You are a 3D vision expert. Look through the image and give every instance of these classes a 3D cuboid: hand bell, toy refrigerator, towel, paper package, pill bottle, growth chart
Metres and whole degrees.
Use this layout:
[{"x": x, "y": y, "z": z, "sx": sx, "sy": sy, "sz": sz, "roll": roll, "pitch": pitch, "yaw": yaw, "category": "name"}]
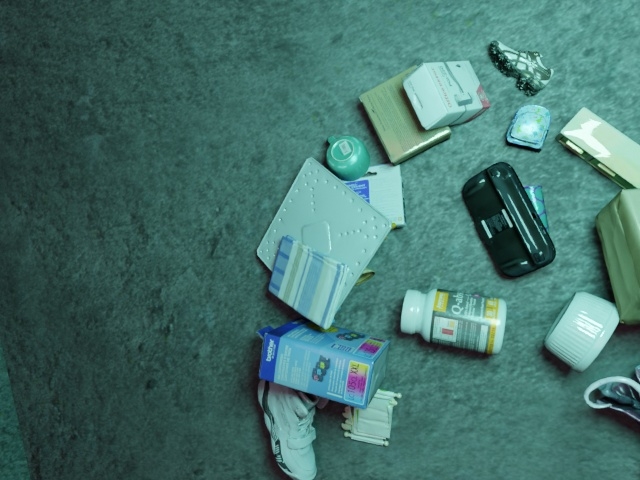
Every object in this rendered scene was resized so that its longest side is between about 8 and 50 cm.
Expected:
[{"x": 0.070, "y": 0.024, "z": 1.472, "sx": 0.126, "sy": 0.126, "sz": 0.242, "roll": -30, "pitch": 69, "yaw": 18, "category": "hand bell"}, {"x": 0.767, "y": -0.227, "z": 1.204, "sx": 0.269, "sy": 0.102, "sz": 0.094, "roll": 43, "pitch": 105, "yaw": 12, "category": "toy refrigerator"}, {"x": -0.044, "y": 0.120, "z": 1.394, "sx": 0.285, "sy": 0.034, "sz": 0.209, "roll": 26, "pitch": 105, "yaw": 40, "category": "towel"}, {"x": 0.867, "y": 0.030, "z": 1.062, "sx": 0.325, "sy": 0.168, "sz": 0.309, "roll": -4, "pitch": 71, "yaw": 4, "category": "paper package"}, {"x": 0.385, "y": 0.228, "z": 1.323, "sx": 0.279, "sy": 0.162, "sz": 0.162, "roll": 8, "pitch": 95, "yaw": 18, "category": "pill bottle"}, {"x": 0.156, "y": 0.562, "z": 1.456, "sx": 0.172, "sy": 0.021, "sz": 0.237, "roll": 13, "pitch": 114, "yaw": 16, "category": "growth chart"}]

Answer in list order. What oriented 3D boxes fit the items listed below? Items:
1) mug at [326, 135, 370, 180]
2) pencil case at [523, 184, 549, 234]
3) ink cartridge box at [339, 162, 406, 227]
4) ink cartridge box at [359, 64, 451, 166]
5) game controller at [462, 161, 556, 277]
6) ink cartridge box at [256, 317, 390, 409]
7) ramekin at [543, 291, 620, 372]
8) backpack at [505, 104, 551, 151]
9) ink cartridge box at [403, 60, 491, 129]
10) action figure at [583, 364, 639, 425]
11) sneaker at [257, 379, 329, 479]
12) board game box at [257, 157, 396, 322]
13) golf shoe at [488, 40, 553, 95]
[{"x": 0.071, "y": -0.267, "z": 1.431, "sx": 0.158, "sy": 0.097, "sz": 0.129, "roll": 15, "pitch": 81, "yaw": 23, "category": "mug"}, {"x": 0.601, "y": -0.080, "z": 1.287, "sx": 0.070, "sy": 0.064, "sz": 0.151, "roll": -8, "pitch": 89, "yaw": 37, "category": "pencil case"}, {"x": 0.161, "y": -0.133, "z": 1.438, "sx": 0.206, "sy": 0.045, "sz": 0.208, "roll": -6, "pitch": 74, "yaw": 19, "category": "ink cartridge box"}, {"x": 0.256, "y": -0.372, "z": 1.374, "sx": 0.193, "sy": 0.088, "sz": 0.234, "roll": -26, "pitch": 83, "yaw": 12, "category": "ink cartridge box"}, {"x": 0.523, "y": -0.057, "z": 1.283, "sx": 0.166, "sy": 0.067, "sz": 0.319, "roll": -39, "pitch": 67, "yaw": 51, "category": "game controller"}, {"x": -0.007, "y": 0.358, "z": 1.406, "sx": 0.396, "sy": 0.270, "sz": 0.151, "roll": 9, "pitch": 94, "yaw": 18, "category": "ink cartridge box"}, {"x": 0.686, "y": 0.233, "z": 1.202, "sx": 0.109, "sy": 0.207, "sz": 0.207, "roll": 33, "pitch": 102, "yaw": 25, "category": "ramekin"}, {"x": 0.587, "y": -0.320, "z": 1.273, "sx": 0.105, "sy": 0.084, "sz": 0.114, "roll": 19, "pitch": 95, "yaw": 15, "category": "backpack"}, {"x": 0.356, "y": -0.411, "z": 1.274, "sx": 0.092, "sy": 0.218, "sz": 0.158, "roll": -32, "pitch": 80, "yaw": 55, "category": "ink cartridge box"}, {"x": 0.880, "y": 0.475, "z": 1.095, "sx": 0.248, "sy": 0.276, "sz": 0.370, "roll": -47, "pitch": 49, "yaw": 32, "category": "action figure"}, {"x": -0.065, "y": 0.601, "z": 1.479, "sx": 0.210, "sy": 0.137, "sz": 0.365, "roll": -30, "pitch": 78, "yaw": 39, "category": "sneaker"}, {"x": 0.000, "y": 0.000, "z": 1.422, "sx": 0.390, "sy": 0.050, "sz": 0.389, "roll": 44, "pitch": 114, "yaw": 33, "category": "board game box"}, {"x": 0.567, "y": -0.506, "z": 1.286, "sx": 0.094, "sy": 0.077, "sz": 0.198, "roll": -43, "pitch": 85, "yaw": 5, "category": "golf shoe"}]
